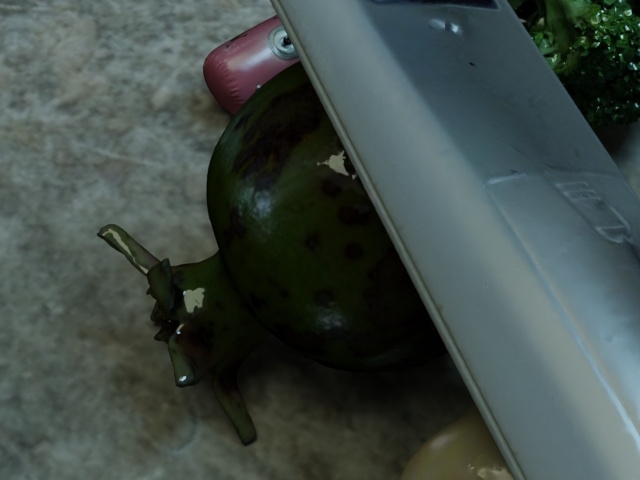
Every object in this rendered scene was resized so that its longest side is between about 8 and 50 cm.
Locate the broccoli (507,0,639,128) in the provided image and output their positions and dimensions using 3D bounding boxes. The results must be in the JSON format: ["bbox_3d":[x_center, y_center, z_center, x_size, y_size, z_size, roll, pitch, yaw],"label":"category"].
[{"bbox_3d":[0.100,-0.137,0.758,0.195,0.156,0.195,-11,42,10],"label":"broccoli"}]

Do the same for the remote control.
[{"bbox_3d":[0.082,-0.008,0.577,0.109,0.055,0.313,-4,53,-34],"label":"remote control"}]

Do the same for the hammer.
[{"bbox_3d":[-0.020,-0.096,0.823,0.083,0.043,0.043,-29,50,-15],"label":"hammer"}]

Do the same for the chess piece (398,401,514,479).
[{"bbox_3d":[0.076,0.135,0.556,0.138,0.124,0.307,-12,43,19],"label":"chess piece"}]

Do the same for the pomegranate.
[{"bbox_3d":[0.000,-0.004,0.677,0.169,0.148,0.148,-30,50,-6],"label":"pomegranate"}]
